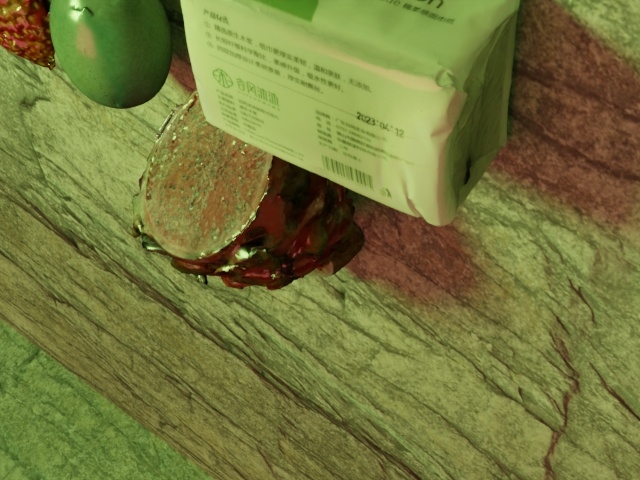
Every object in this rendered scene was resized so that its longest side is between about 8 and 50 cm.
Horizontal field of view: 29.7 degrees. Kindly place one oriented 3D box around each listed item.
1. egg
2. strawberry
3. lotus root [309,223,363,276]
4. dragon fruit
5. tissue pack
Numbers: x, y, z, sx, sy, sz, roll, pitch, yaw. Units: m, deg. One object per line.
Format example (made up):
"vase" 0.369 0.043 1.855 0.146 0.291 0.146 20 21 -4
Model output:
"egg" -0.300 -0.298 1.734 0.169 0.169 0.236 24 149 32
"strawberry" -0.494 -0.390 1.771 0.306 0.137 0.233 64 150 3
"lotus root" 0.003 0.002 1.879 0.112 0.081 0.122 36 153 -4
"dragon fruit" -0.078 -0.071 1.715 0.314 0.296 0.263 6 170 45
"tissue pack" 0.037 -0.203 1.387 0.356 0.194 0.266 26 149 21
